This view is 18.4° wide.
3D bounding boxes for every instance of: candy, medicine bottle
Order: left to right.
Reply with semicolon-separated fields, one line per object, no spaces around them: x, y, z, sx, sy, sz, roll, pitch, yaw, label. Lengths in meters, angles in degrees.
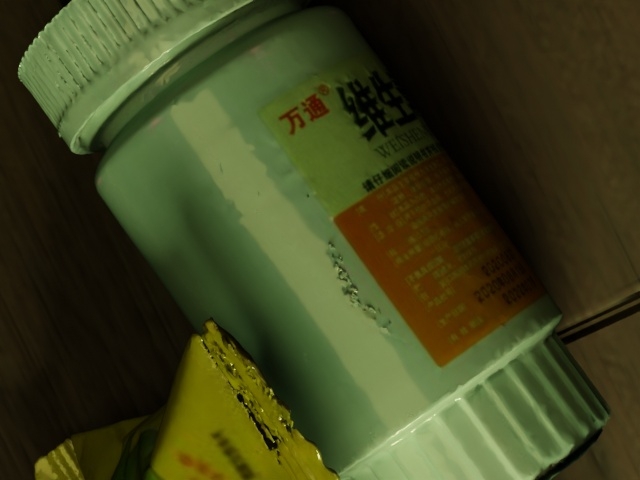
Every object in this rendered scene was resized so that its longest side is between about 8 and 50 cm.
-0.052;0.152;1.010;0.187;0.081;0.297;58;149;2;candy
0.000;0.000;0.992;0.158;0.158;0.318;-37;84;21;medicine bottle
